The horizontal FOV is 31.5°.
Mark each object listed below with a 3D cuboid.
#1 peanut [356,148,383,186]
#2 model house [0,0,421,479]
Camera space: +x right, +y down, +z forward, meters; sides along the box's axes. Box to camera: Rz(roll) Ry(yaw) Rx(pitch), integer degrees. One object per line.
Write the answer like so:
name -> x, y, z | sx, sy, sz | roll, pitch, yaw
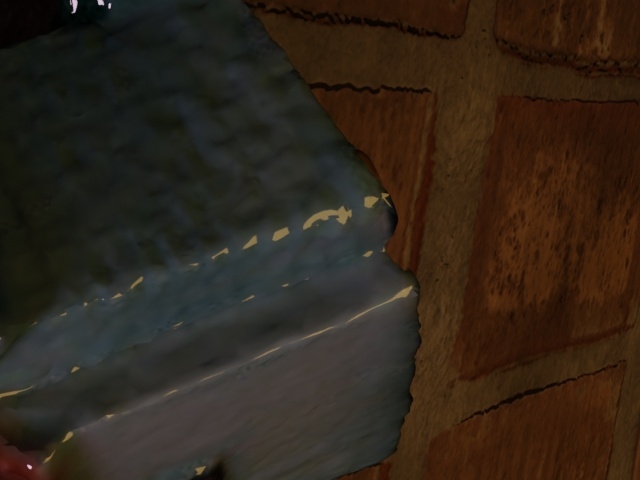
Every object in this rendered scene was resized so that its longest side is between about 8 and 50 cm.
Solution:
peanut -> 0.000, 0.000, 0.840 | 0.076, 0.076, 0.152 | 36, 70, -52
model house -> -0.147, 0.056, 0.573 | 0.329, 0.252, 0.295 | -29, 152, -18
